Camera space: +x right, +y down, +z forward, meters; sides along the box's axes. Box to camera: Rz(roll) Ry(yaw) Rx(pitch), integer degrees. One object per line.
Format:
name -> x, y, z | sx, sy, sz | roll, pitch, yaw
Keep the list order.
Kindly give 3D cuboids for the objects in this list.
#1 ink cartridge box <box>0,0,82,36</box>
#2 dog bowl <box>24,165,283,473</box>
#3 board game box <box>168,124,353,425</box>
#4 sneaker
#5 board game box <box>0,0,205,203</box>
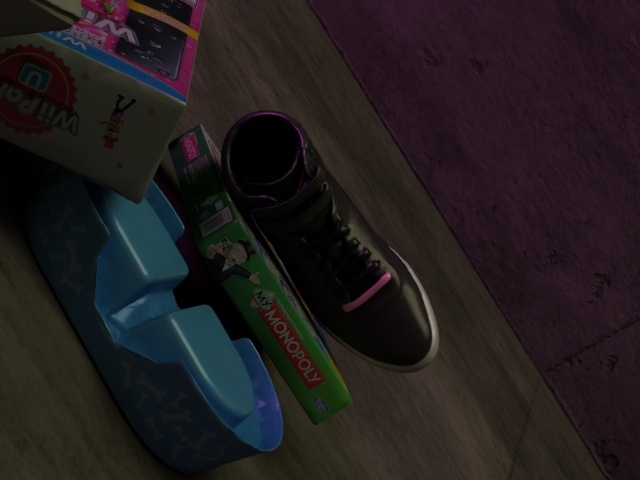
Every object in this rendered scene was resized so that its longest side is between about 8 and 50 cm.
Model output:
ink cartridge box -> -0.275, -0.273, 0.948 | 0.114, 0.197, 0.273 | 0, 85, -80
dog bowl -> -0.140, 0.059, 1.169 | 0.297, 0.074, 0.166 | 59, 14, 6
board game box -> -0.066, 0.022, 1.405 | 0.213, 0.046, 0.317 | 57, 2, -23
sneaker -> -0.001, 0.000, 1.328 | 0.296, 0.104, 0.147 | 53, 2, 13
board game box -> -0.217, -0.170, 1.182 | 0.224, 0.097, 0.303 | 25, 23, -12
